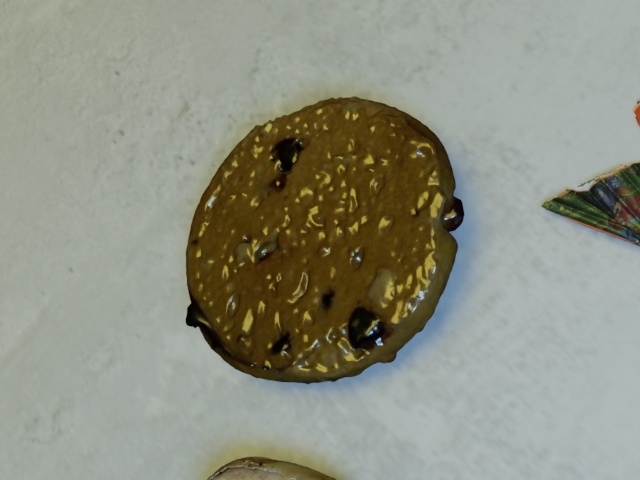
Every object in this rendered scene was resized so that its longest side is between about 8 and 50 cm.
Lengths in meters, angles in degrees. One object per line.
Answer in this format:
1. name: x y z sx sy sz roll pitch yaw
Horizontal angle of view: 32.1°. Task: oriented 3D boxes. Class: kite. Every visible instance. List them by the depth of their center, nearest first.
1. kite: 0.304 -0.052 0.912 0.241 0.014 0.183 -29 52 17

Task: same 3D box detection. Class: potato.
1. potato: -0.034 0.239 0.934 0.170 0.080 0.107 1 75 35

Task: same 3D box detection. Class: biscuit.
1. biscuit: 0.000 0.000 1.035 0.296 0.075 0.295 -12 66 29
